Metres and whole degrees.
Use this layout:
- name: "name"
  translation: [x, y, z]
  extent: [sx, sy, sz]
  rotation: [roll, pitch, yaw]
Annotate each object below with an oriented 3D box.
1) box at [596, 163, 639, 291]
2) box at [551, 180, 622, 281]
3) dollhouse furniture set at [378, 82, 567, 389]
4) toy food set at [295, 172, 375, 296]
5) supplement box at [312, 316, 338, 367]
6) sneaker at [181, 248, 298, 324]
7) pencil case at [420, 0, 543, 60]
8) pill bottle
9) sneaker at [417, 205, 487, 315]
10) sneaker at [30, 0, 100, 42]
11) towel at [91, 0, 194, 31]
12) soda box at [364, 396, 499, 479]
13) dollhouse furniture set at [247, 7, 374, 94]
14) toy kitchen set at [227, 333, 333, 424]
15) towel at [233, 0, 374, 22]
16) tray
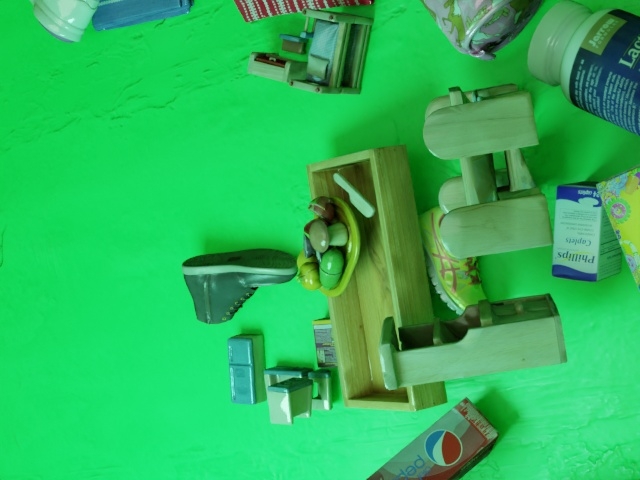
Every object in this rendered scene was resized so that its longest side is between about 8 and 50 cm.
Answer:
- name: "box"
  translation: [0.565, -0.058, 1.652]
  extent: [0.290, 0.279, 0.177]
  rotation: [-25, 82, 32]
- name: "box"
  translation: [0.394, -0.015, 1.851]
  extent: [0.072, 0.126, 0.137]
  rotation: [6, 98, 29]
- name: "dollhouse furniture set"
  translation: [0.189, -0.015, 1.799]
  extent: [0.256, 0.362, 0.394]
  rotation: [-9, 99, 6]
- name: "toy food set"
  translation: [0.000, 0.000, 2.027]
  extent: [0.128, 0.071, 0.218]
  rotation: [53, 139, 36]
- name: "supplement box"
  translation: [0.023, 0.173, 2.150]
  extent: [0.055, 0.043, 0.083]
  rotation: [-5, 92, 32]
- name: "sneaker"
  translation: [-0.132, 0.084, 2.230]
  extent: [0.222, 0.083, 0.118]
  rotation: [-1, 113, 25]
- name: "pencil case"
  translation: [0.174, -0.455, 1.926]
  extent: [0.386, 0.160, 0.167]
  rotation: [50, 152, 17]
- name: "pill bottle"
  translation: [0.435, -0.238, 1.780]
  extent: [0.264, 0.153, 0.153]
  rotation: [31, 110, 33]
- name: "sneaker"
  translation: [0.218, 0.033, 1.993]
  extent: [0.094, 0.081, 0.208]
  rotation: [-39, 74, 26]
- name: "sneaker"
  translation: [-0.507, -0.508, 2.368]
  extent: [0.305, 0.114, 0.152]
  rotation: [48, 111, 23]
- name: "towel"
  translation: [-0.343, -0.564, 2.311]
  extent: [0.243, 0.040, 0.336]
  rotation: [-5, 91, 34]
- name: "soda box"
  translation: [0.156, 0.364, 1.964]
  extent: [0.083, 0.263, 0.092]
  rotation: [46, 155, 20]
- name: "dollhouse furniture set"
  translation: [-0.032, -0.321, 2.082]
  extent: [0.183, 0.129, 0.129]
  rotation: [17, 104, 29]
- name: "toy kitchen set"
  translation: [-0.097, 0.235, 2.159]
  extent: [0.207, 0.166, 0.122]
  rotation: [-1, 95, 32]
- name: "towel"
  translation: [-0.059, -0.449, 2.069]
  extent: [0.274, 0.031, 0.199]
  rotation: [-1, 137, 34]
- name: "tray"
  translation: [0.089, 0.064, 2.039]
  extent: [0.203, 0.076, 0.411]
  rotation: [-8, 90, 58]
